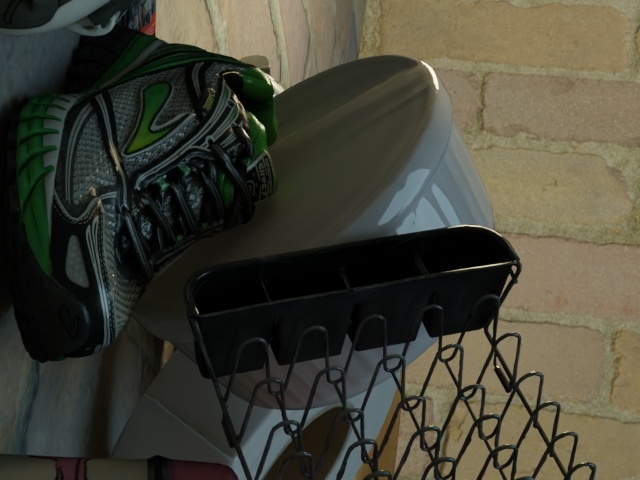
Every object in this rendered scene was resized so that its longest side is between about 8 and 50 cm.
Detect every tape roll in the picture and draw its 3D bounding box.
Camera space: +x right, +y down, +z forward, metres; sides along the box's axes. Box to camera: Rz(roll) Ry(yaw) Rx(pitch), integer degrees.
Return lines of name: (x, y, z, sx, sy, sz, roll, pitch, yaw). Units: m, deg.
tape roll: (-0.055, 0.171, 1.245, 0.286, 0.100, 0.286, -43, 155, -27)

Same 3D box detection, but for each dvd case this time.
dvd case: (-0.139, -0.183, 1.114, 0.087, 0.013, 0.119, -72, 168, -65)

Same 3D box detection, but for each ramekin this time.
ramekin: (0.000, 0.000, 1.046, 0.127, 0.273, 0.273, 52, 29, -27)

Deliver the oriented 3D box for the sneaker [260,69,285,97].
sneaker: (-0.077, 0.010, 1.279, 0.236, 0.130, 0.323, -81, 173, -84)

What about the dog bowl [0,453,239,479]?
dog bowl: (-0.085, 0.305, 0.819, 0.408, 0.150, 0.408, 168, -90, -85)

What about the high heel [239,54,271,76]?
high heel: (-0.060, -0.063, 1.601, 0.261, 0.093, 0.186, -92, 177, -56)

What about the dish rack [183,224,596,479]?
dish rack: (0.052, 0.117, 0.825, 0.074, 0.208, 0.271, 97, -23, -44)

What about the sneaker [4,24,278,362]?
sneaker: (-0.106, -0.045, 0.926, 0.343, 0.146, 0.134, -74, 168, -57)

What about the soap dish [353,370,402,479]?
soap dish: (-0.034, 0.131, 1.464, 0.118, 0.229, 0.291, 39, 56, -73)

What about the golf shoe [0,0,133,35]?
golf shoe: (-0.129, -0.156, 0.811, 0.273, 0.105, 0.120, -74, 176, -59)
